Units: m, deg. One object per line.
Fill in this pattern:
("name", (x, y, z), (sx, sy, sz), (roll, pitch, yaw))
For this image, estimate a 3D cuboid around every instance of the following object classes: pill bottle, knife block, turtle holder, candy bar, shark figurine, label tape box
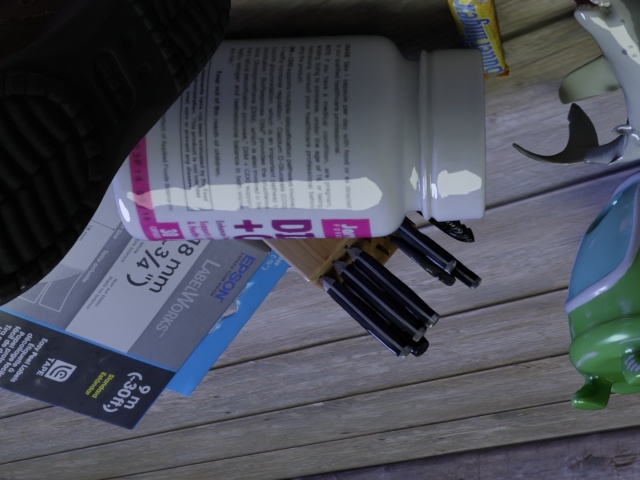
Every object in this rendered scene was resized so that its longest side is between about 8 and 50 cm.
("pill bottle", (-0.013, -0.081, 1.108), (0.283, 0.160, 0.160), (-1, 162, 5))
("knife block", (0.000, 0.000, 1.240), (0.275, 0.242, 0.088), (-9, 160, 24))
("turtle holder", (0.377, 0.059, 1.470), (0.243, 0.227, 0.320), (-6, 162, 13))
("candy bar", (0.124, -0.164, 1.100), (0.040, 0.018, 0.161), (-4, 161, 11))
("shark figurine", (0.258, -0.127, 1.107), (0.166, 0.116, 0.278), (30, 160, 16))
("label tape box", (-0.172, 0.052, 1.347), (0.333, 0.106, 0.241), (25, 110, -38))

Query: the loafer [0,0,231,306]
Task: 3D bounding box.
("loafer", (-0.197, -0.078, 0.893), (0.130, 0.366, 0.134), (6, 130, 35))
